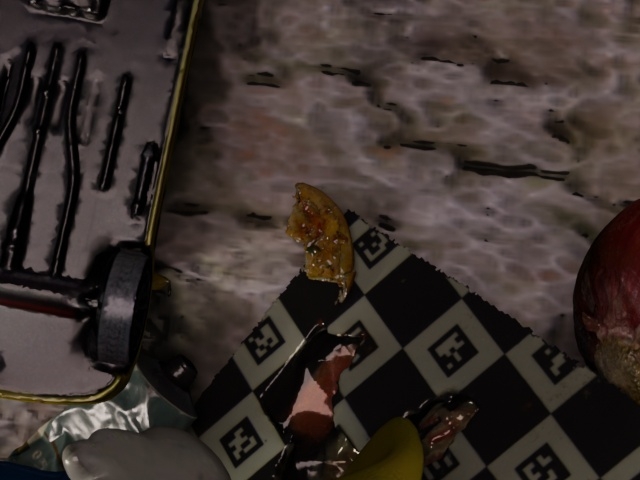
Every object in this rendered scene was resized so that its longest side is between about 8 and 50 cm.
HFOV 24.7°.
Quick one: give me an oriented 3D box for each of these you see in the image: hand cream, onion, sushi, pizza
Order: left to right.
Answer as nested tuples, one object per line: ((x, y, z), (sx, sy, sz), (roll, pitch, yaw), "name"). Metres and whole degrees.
((-0.167, 0.149, 0.820), (0.248, 0.052, 0.075), (-40, 79, -1), "hand cream")
((0.000, 0.000, 0.832), (0.037, 0.016, 0.083), (-34, 55, 21), "pizza")
((0.056, 0.126, 0.775), (0.279, 0.043, 0.192), (35, 88, 37), "sushi")
((0.228, 0.032, 0.759), (0.195, 0.159, 0.159), (-27, 79, -22), "onion")

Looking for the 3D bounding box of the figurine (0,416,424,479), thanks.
((-0.162, 0.146, 0.704), (0.338, 0.283, 0.204), (27, 44, -13), "figurine")

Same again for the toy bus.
((-0.137, -0.075, 0.803), (0.145, 0.151, 0.331), (10, 81, 1), "toy bus")
